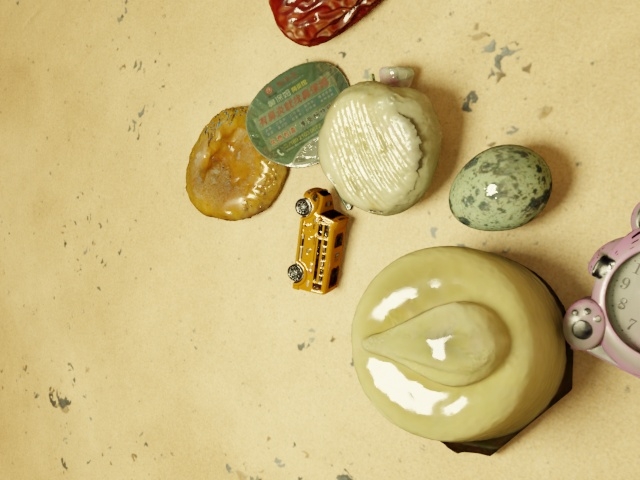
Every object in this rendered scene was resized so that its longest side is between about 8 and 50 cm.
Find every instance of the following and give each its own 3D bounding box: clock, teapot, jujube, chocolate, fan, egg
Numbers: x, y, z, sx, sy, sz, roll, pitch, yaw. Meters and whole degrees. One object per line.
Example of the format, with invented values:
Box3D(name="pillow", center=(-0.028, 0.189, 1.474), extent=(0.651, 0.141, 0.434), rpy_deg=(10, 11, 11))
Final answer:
Box3D(name="clock", center=(0.485, 0.079, 0.875), extent=(0.228, 0.090, 0.247), rpy_deg=(27, 101, 25))
Box3D(name="teapot", center=(0.128, -0.280, 1.138), extent=(0.083, 0.064, 0.064), rpy_deg=(9, 103, 29))
Box3D(name="jujube", center=(0.017, -0.462, 1.162), extent=(0.230, 0.155, 0.155), rpy_deg=(-28, 75, 24))
Box3D(name="chocolate", center=(0.187, 0.162, 0.963), extent=(0.326, 0.297, 0.314), rpy_deg=(-48, 61, 24))
Box3D(name="fan", center=(-0.005, -0.227, 1.234), extent=(0.294, 0.012, 0.223), rpy_deg=(34, 97, 14))
Box3D(name="egg", center=(0.279, -0.078, 0.995), extent=(0.172, 0.132, 0.132), rpy_deg=(-28, 74, 42))

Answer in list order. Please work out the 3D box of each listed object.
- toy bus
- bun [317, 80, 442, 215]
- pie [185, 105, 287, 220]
Box3D(name="toy bus", center=(0.000, 0.000, 1.198), extent=(0.088, 0.083, 0.194), rpy_deg=(14, 107, 23))
Box3D(name="bun", center=(0.107, -0.162, 1.100), extent=(0.239, 0.141, 0.239), rpy_deg=(19, 119, 38))
Box3D(name="pie", center=(-0.188, -0.163, 1.343), extent=(0.274, 0.069, 0.273), rpy_deg=(-4, 82, 29))
